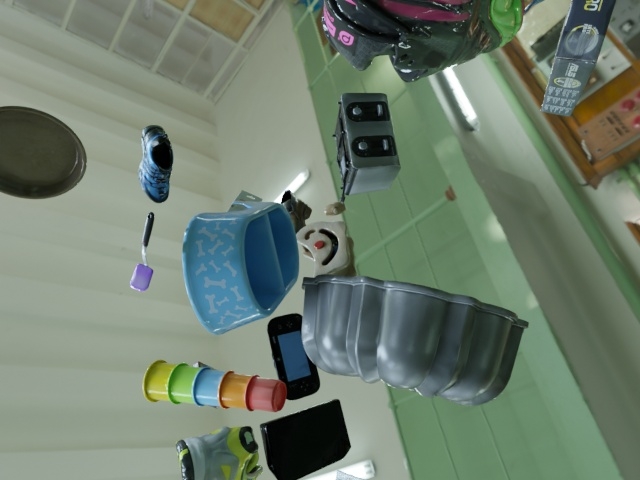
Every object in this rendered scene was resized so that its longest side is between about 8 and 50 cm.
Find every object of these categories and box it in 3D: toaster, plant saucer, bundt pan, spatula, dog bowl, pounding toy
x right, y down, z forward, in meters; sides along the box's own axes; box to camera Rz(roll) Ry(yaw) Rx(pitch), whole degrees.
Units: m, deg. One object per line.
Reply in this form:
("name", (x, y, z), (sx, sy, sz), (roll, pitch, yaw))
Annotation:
("toaster", (0.091, -0.193, 0.943), (0.110, 0.186, 0.168), (-6, -105, -5))
("plant saucer", (-0.769, -0.229, 1.174), (0.277, 0.278, 0.041), (18, -148, -37))
("bundt pan", (0.118, 0.153, 0.652), (0.330, 0.330, 0.124), (22, -107, -33))
("spatula", (-0.629, 0.040, 1.606), (0.084, 0.297, 0.030), (19, -164, 20))
("dog bowl", (-0.099, 0.024, 0.663), (0.297, 0.074, 0.166), (-51, -50, -75))
("pounding toy", (0.000, 0.000, 1.209), (0.270, 0.154, 0.155), (-92, -19, -45))

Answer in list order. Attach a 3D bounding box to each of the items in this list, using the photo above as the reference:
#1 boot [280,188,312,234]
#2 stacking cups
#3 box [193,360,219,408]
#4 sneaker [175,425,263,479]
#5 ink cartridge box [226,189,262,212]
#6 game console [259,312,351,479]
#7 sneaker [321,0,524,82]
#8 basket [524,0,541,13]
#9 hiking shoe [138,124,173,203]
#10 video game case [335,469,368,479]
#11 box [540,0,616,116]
("boot", (-0.096, -0.068, 1.390), (0.106, 0.082, 0.219), (48, -151, -24))
("stacking cups", (-0.229, 0.314, 0.969), (0.096, 0.316, 0.096), (-3, -90, -70))
("box", (-0.368, 0.469, 1.454), (0.094, 0.027, 0.137), (43, -165, -38))
("sneaker", (-0.189, 0.498, 0.921), (0.147, 0.385, 0.145), (-15, -125, -17))
("ink cartridge box", (-0.321, -0.111, 1.837), (0.104, 0.060, 0.180), (24, -125, 3))
("game console", (-0.058, 0.356, 1.059), (0.213, 0.044, 0.362), (-4, -108, -38))
("sneaker", (0.075, -0.268, 0.445), (0.482, 0.202, 0.185), (6, -123, -60))
("basket", (0.269, -0.502, 0.750), (0.289, 0.201, 0.254), (46, -131, 2))
("hiking shoe", (-0.600, -0.261, 1.638), (0.113, 0.304, 0.132), (-15, -141, -31))
("video game case", (0.092, 0.809, 1.371), (0.019, 0.143, 0.157), (31, -117, -41))
("box", (0.656, -0.526, 1.119), (0.097, 0.319, 0.395), (20, -176, 22))
